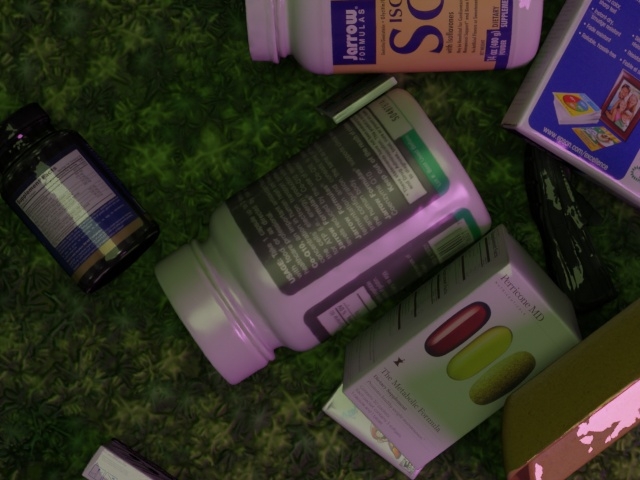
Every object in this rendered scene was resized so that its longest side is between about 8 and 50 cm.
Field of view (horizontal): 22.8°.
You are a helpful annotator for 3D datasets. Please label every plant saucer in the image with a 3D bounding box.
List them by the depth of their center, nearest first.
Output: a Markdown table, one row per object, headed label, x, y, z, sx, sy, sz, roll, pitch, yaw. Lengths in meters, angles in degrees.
| label | x | y | z | sx | sy | sz | roll | pitch | yaw |
| --- | --- | --- | --- | --- | --- | --- | --- | --- | --- |
| plant saucer | 0.334 | 0.157 | 1.794 | 0.333 | 0.333 | 0.081 | -36 | 72 | 1 |

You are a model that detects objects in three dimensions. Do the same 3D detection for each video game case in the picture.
| label | x | y | z | sx | sy | sz | roll | pitch | yaw |
| --- | --- | --- | --- | --- | --- | --- | --- | --- | --- |
| video game case | 0.041 | -0.173 | 1.893 | 0.087 | 0.122 | 0.011 | -35 | 104 | -2 |
| video game case | 0.104 | 0.188 | 1.939 | 0.143 | 0.019 | 0.157 | 38 | 90 | 2 |

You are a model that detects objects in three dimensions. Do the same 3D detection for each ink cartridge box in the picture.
| label | x | y | z | sx | sy | sz | roll | pitch | yaw |
| --- | --- | --- | --- | --- | --- | --- | --- | --- | --- |
| ink cartridge box | 0.408 | -0.195 | 1.868 | 0.304 | 0.072 | 0.307 | 30 | 87 | -19 |
| ink cartridge box | -0.183 | 0.315 | 1.905 | 0.207 | 0.097 | 0.046 | 33 | 90 | 2 |

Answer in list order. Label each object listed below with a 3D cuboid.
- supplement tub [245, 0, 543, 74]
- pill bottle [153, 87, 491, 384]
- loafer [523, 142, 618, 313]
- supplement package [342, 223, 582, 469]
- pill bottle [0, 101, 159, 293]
| label | x | y | z | sx | sy | sz | roll | pitch | yaw |
| --- | --- | --- | --- | --- | --- | --- | --- | --- | --- |
| supplement tub | 0.082 | -0.314 | 1.837 | 0.331 | 0.241 | 0.241 | -2 | 89 | 1 |
| pill bottle | 0.000 | 0.000 | 1.852 | 0.361 | 0.204 | 0.204 | -33 | 89 | 0 |
| loafer | 0.301 | -0.023 | 1.913 | 0.078 | 0.076 | 0.223 | -16 | 94 | -4 |
| supplement package | 0.160 | 0.120 | 1.820 | 0.244 | 0.134 | 0.139 | -40 | 104 | 15 |
| pill bottle | -0.305 | -0.054 | 1.901 | 0.123 | 0.123 | 0.219 | -41 | 88 | 0 |
